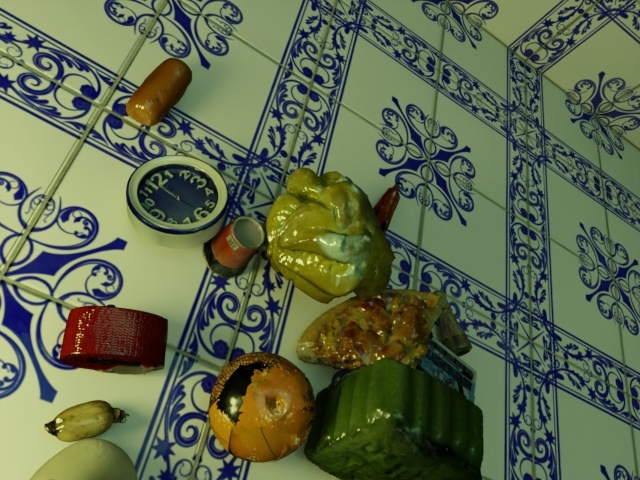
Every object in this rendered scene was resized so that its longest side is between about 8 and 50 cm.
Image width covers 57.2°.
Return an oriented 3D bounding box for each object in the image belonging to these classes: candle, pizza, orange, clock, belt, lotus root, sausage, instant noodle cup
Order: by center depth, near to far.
[{"bbox_3d":[-0.437,0.339,1.104,0.151,0.063,0.072,-2,26,-31],"label":"lotus root"},{"bbox_3d":[-0.403,0.190,1.168,0.200,0.128,0.124,14,59,-28],"label":"belt"},{"bbox_3d":[-0.123,0.354,1.251,0.234,0.182,0.235,8,74,-29],"label":"orange"},{"bbox_3d":[-0.331,-0.092,1.365,0.230,0.083,0.231,7,53,-9],"label":"clock"},{"bbox_3d":[-0.201,0.008,1.405,0.127,0.135,0.127,18,55,-27],"label":"instant noodle cup"},{"bbox_3d":[0.139,0.231,1.460,0.408,0.114,0.278,-14,41,-10],"label":"pizza"},{"bbox_3d":[-0.406,-0.386,1.510,0.098,0.098,0.238,36,51,-14],"label":"sausage"},{"bbox_3d":[0.190,-0.091,1.793,0.084,0.059,0.302,47,47,-17],"label":"candle"}]

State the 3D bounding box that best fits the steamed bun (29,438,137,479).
[{"bbox_3d":[-0.418,0.451,1.011,0.177,0.130,0.228,52,46,-3],"label":"steamed bun"}]

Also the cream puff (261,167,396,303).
[{"bbox_3d":[0.000,0.000,1.458,0.275,0.378,0.378,-32,85,-4],"label":"cream puff"}]

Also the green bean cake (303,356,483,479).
[{"bbox_3d":[0.157,0.446,1.302,0.319,0.335,0.218,30,42,-16],"label":"green bean cake"}]

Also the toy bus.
[{"bbox_3d":[0.291,0.340,1.598,0.297,0.106,0.131,39,47,-13],"label":"toy bus"}]

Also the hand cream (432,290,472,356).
[{"bbox_3d":[0.373,0.242,1.734,0.083,0.084,0.203,2,58,-35],"label":"hand cream"}]
